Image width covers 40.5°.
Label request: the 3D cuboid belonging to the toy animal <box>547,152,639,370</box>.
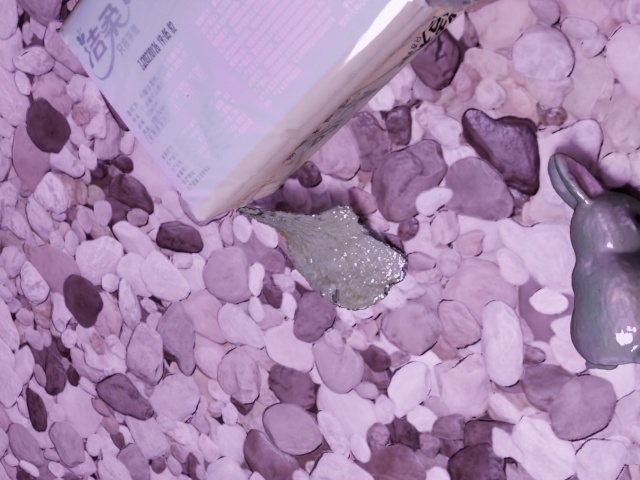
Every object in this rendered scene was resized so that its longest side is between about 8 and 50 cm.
[{"bbox_3d":[0.327,0.014,0.969,0.127,0.126,0.251,-22,78,60],"label":"toy animal"}]

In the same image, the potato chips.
[{"bbox_3d":[-0.005,0.005,1.183,0.228,0.059,0.167,43,139,-10],"label":"potato chips"}]

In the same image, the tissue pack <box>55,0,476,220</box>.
[{"bbox_3d":[-0.077,-0.273,1.047,0.405,0.205,0.331,-41,84,35],"label":"tissue pack"}]
